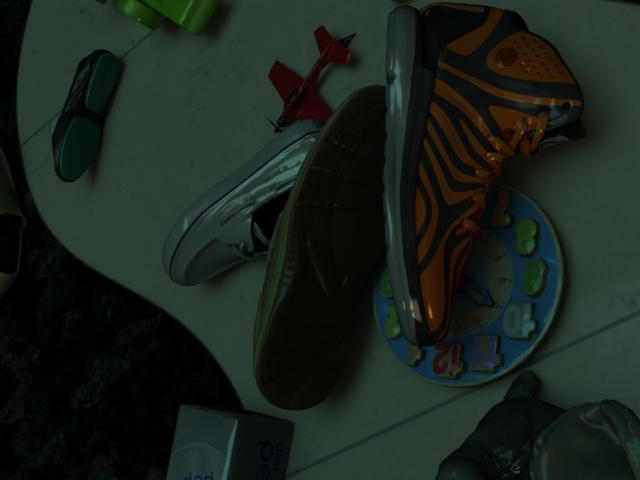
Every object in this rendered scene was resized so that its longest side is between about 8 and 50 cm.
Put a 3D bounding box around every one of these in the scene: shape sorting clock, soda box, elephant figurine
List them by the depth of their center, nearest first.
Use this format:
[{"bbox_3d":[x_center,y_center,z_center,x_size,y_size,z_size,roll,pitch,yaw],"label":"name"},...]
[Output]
[{"bbox_3d":[0.224,0.208,0.675,0.239,0.169,0.186,-6,90,43],"label":"elephant figurine"},{"bbox_3d":[0.137,0.039,0.856,0.206,0.040,0.206,-10,73,36],"label":"shape sorting clock"},{"bbox_3d":[-0.115,0.326,0.944,0.091,0.098,0.287,5,81,39],"label":"soda box"}]

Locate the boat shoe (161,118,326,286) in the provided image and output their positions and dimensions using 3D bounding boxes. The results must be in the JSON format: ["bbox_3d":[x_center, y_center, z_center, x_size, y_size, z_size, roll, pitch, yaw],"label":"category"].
[{"bbox_3d":[-0.074,-0.021,1.008,0.267,0.096,0.088,-38,53,15],"label":"boat shoe"}]

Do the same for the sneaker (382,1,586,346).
[{"bbox_3d":[0.148,-0.065,0.792,0.180,0.124,0.321,1,84,7],"label":"sneaker"}]

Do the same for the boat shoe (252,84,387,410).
[{"bbox_3d":[0.000,0.000,0.917,0.341,0.121,0.110,-68,20,5],"label":"boat shoe"}]

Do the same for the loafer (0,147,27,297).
[{"bbox_3d":[-0.499,-0.041,1.343,0.092,0.102,0.269,-18,78,32],"label":"loafer"}]

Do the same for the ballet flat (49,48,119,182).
[{"bbox_3d":[-0.349,-0.181,1.275,0.074,0.074,0.203,9,78,39],"label":"ballet flat"}]

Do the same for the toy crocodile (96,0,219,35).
[{"bbox_3d":[-0.257,-0.372,1.241,0.340,0.105,0.115,32,98,34],"label":"toy crocodile"}]

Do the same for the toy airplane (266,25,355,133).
[{"bbox_3d":[-0.010,-0.186,1.036,0.151,0.028,0.151,-9,75,35],"label":"toy airplane"}]
